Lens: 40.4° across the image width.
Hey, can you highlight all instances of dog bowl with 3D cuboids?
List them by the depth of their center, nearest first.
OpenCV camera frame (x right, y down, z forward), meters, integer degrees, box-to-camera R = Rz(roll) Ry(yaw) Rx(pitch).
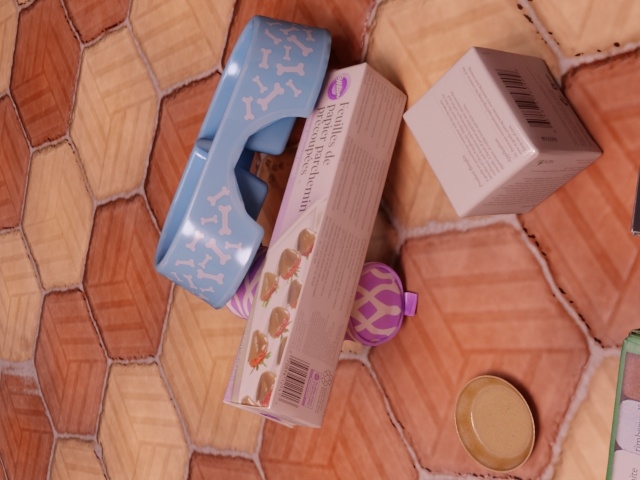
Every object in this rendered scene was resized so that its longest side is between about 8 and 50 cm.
[{"bbox_3d":[-0.082,-0.082,0.854,0.297,0.074,0.166,-69,16,2],"label":"dog bowl"}]

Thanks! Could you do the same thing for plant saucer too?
[{"bbox_3d":[0.153,0.157,0.750,0.083,0.015,0.083,6,98,47],"label":"plant saucer"}]

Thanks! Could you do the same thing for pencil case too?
[{"bbox_3d":[-0.011,0.053,0.864,0.206,0.088,0.086,9,85,48],"label":"pencil case"}]

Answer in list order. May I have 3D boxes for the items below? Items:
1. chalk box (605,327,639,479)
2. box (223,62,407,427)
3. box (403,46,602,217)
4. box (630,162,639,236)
[{"bbox_3d":[0.253,0.121,0.495,0.132,0.213,0.132,13,103,46],"label":"chalk box"},{"bbox_3d":[0.000,0.000,0.767,0.063,0.067,0.324,-4,64,46],"label":"box"},{"bbox_3d":[0.142,-0.082,0.681,0.087,0.102,0.101,-43,63,38],"label":"box"},{"bbox_3d":[0.298,-0.119,0.494,0.184,0.103,0.261,9,93,44],"label":"box"}]
